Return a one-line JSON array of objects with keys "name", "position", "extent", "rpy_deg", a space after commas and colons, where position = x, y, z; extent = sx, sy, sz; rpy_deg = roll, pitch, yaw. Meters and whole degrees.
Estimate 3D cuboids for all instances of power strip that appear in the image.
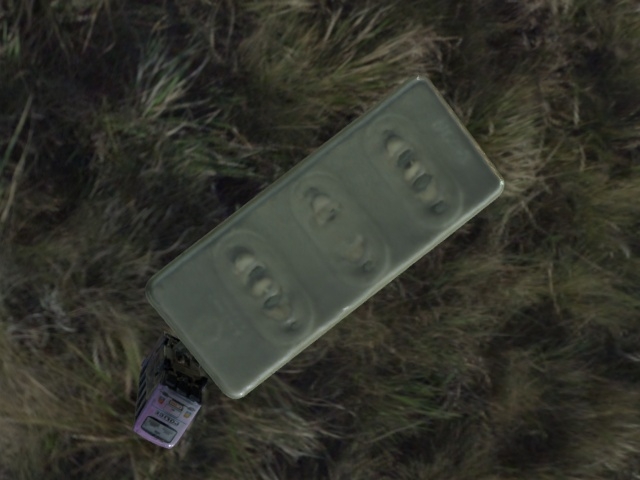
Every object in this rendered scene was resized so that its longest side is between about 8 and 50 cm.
[{"name": "power strip", "position": [0.000, 0.000, 0.523], "extent": [0.257, 0.070, 0.105], "rpy_deg": [-38, 92, -4]}]

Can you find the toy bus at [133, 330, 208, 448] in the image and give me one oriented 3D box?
[{"name": "toy bus", "position": [-0.112, 0.106, 0.546], "extent": [0.037, 0.131, 0.052], "rpy_deg": [31, 90, -14]}]
